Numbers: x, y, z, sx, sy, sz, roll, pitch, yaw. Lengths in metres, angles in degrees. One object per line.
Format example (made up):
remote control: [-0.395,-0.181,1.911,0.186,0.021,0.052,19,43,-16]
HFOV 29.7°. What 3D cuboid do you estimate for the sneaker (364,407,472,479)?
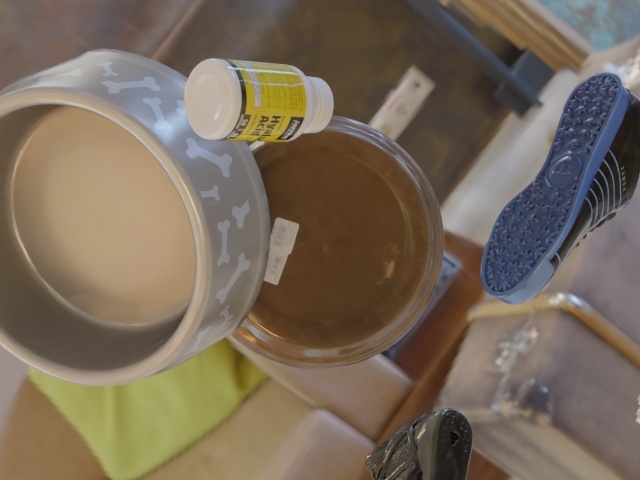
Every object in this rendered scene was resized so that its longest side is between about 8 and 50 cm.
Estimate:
sneaker: [0.109,0.322,1.483,0.130,0.087,0.227,-25,46,52]

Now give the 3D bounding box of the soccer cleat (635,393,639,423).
soccer cleat: [0.427,0.189,1.417,0.083,0.095,0.248,-66,-15,12]

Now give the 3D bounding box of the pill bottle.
pill bottle: [-0.047,-0.112,0.981,0.065,0.116,0.065,4,96,46]

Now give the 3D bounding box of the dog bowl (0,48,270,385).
dog bowl: [-0.228,-0.012,1.209,0.349,0.349,0.102,-41,1,28]

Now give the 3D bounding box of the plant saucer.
plant saucer: [0.000,0.000,1.297,0.278,0.278,0.041,-55,4,-6]

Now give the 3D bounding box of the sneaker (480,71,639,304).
sneaker: [0.232,-0.034,1.089,0.081,0.090,0.232,21,77,52]
